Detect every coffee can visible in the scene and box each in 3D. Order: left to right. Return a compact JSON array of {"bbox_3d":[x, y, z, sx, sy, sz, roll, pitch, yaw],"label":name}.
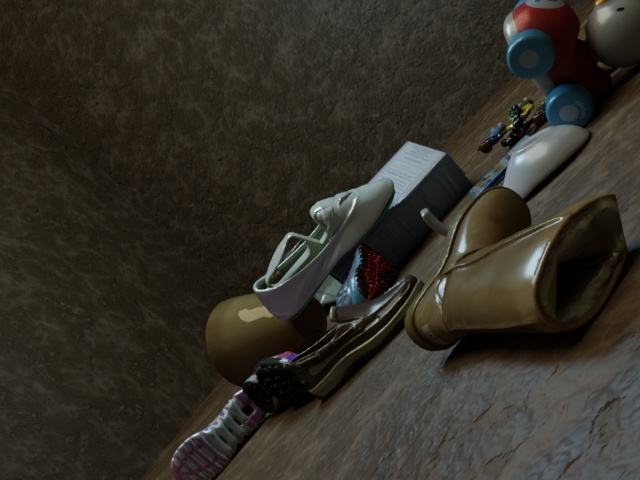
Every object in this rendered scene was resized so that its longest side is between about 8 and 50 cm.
[{"bbox_3d":[-0.014,0.095,2.119,0.201,0.201,0.275,-47,2,-12],"label":"coffee can"}]

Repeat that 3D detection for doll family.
[{"bbox_3d":[0.416,-0.243,1.529,0.193,0.076,0.111,-52,2,44],"label":"doll family"}]

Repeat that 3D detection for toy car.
[{"bbox_3d":[0.441,-0.335,1.134,0.238,0.210,0.219,-31,21,33],"label":"toy car"}]

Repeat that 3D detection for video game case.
[{"bbox_3d":[0.361,-0.143,1.415,0.166,0.015,0.119,-46,2,14],"label":"video game case"}]

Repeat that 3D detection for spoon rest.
[{"bbox_3d":[0.291,-0.086,1.094,0.276,0.084,0.137,-33,6,12],"label":"spoon rest"}]

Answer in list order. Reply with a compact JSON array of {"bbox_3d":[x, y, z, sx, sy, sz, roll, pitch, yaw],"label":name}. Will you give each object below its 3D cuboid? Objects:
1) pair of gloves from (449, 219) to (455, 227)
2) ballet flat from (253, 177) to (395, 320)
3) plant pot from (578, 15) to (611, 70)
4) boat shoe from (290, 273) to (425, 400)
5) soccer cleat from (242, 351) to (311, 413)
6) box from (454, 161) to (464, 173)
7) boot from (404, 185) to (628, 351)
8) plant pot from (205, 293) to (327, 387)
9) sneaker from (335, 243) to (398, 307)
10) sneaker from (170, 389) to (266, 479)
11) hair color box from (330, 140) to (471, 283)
[{"bbox_3d":[0.275,-0.045,1.352,0.074,0.010,0.083,-46,4,-13],"label":"pair of gloves"},{"bbox_3d":[0.000,0.000,1.553,0.400,0.139,0.139,-50,1,6],"label":"ballet flat"},{"bbox_3d":[0.552,-0.402,1.341,0.236,0.032,0.236,-43,18,18],"label":"plant pot"},{"bbox_3d":[0.053,0.139,1.133,0.257,0.095,0.095,-47,2,7],"label":"boat shoe"},{"bbox_3d":[-0.062,0.251,1.355,0.116,0.108,0.318,-43,-3,-26],"label":"soccer cleat"},{"bbox_3d":[0.261,-0.090,1.857,0.324,0.067,0.063,-49,2,-26],"label":"box"},{"bbox_3d":[0.205,0.009,0.705,0.236,0.089,0.269,-59,6,-21],"label":"boot"},{"bbox_3d":[-0.111,0.223,1.742,0.254,0.237,0.237,-24,17,42],"label":"plant pot"},{"bbox_3d":[0.077,0.095,1.475,0.125,0.104,0.262,-49,1,22],"label":"sneaker"},{"bbox_3d":[-0.210,0.417,1.493,0.236,0.095,0.104,-42,-7,-19],"label":"sneaker"},{"bbox_3d":[0.157,-0.053,1.683,0.374,0.113,0.185,-46,27,-4],"label":"hair color box"}]
